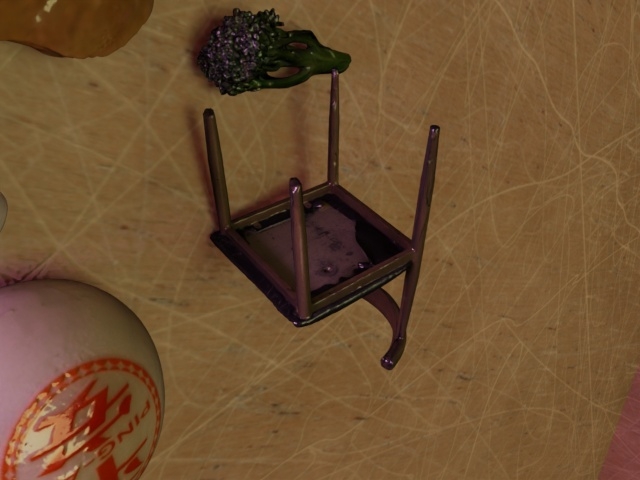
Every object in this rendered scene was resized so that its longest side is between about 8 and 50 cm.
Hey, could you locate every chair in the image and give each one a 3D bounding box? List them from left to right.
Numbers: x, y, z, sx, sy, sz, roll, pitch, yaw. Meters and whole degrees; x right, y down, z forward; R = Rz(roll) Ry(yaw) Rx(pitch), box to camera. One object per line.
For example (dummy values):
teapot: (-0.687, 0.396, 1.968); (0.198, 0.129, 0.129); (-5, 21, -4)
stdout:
chair: (0.000, 0.000, 0.741); (0.166, 0.188, 0.272); (-24, 132, -25)

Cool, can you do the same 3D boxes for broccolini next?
broccolini: (-0.044, -0.184, 0.742); (0.203, 0.068, 0.091); (-17, 133, -61)

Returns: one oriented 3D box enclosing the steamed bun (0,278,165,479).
steamed bun: (-0.222, 0.150, 0.604); (0.232, 0.145, 0.231); (-23, 123, -40)

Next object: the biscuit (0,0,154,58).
biscuit: (-0.209, -0.308, 0.451); (0.385, 0.062, 0.364); (17, 95, -56)

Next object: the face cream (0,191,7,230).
face cream: (-0.303, -0.064, 0.455); (0.095, 0.096, 0.214); (-52, 138, -19)
